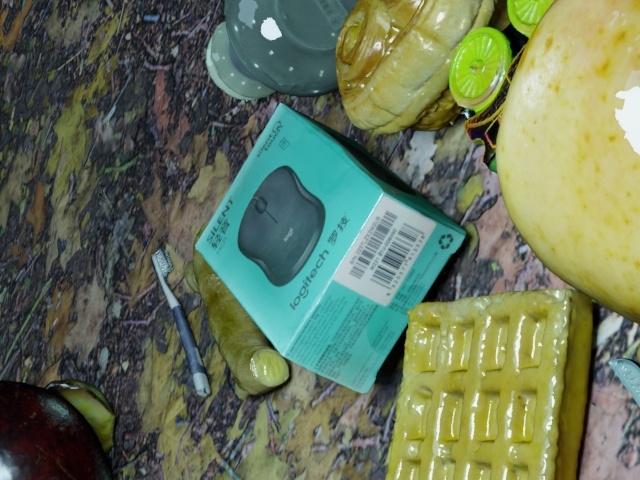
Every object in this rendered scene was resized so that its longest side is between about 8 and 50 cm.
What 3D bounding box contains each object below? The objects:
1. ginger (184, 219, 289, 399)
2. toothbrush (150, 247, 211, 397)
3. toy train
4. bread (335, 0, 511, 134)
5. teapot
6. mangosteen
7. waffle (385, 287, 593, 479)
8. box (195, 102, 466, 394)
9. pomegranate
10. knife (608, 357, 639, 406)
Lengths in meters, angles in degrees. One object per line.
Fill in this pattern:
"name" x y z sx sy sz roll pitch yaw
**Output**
"ginger" -0.104 0.083 1.935 0.299 0.065 0.118 -116 37 -50
"toothbrush" -0.181 0.103 2.092 0.026 0.024 0.288 -45 38 17
"toy train" 0.235 -0.194 1.487 0.296 0.100 0.160 -54 42 32
"bread" 0.108 -0.218 1.669 0.236 0.120 0.198 -50 31 36
"teapot" -0.049 -0.245 1.915 0.251 0.184 0.183 161 120 -67
"mangosteen" -0.411 0.328 2.115 0.330 0.330 0.330 -32 50 48
"waffle" 0.153 0.161 1.493 0.248 0.055 0.221 -10 68 57
"box" 0.000 0.000 1.718 0.205 0.118 0.311 -56 30 8
"pomegranate" 0.286 -0.052 1.139 0.342 0.342 0.342 -32 50 48
"knife" 0.289 0.156 1.314 0.028 0.015 0.210 -64 31 26
